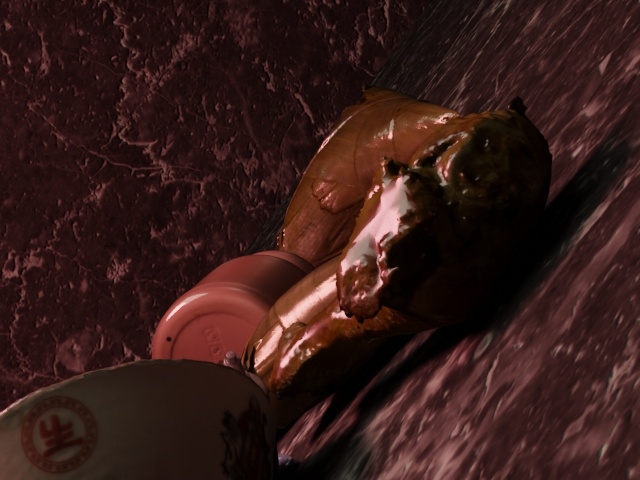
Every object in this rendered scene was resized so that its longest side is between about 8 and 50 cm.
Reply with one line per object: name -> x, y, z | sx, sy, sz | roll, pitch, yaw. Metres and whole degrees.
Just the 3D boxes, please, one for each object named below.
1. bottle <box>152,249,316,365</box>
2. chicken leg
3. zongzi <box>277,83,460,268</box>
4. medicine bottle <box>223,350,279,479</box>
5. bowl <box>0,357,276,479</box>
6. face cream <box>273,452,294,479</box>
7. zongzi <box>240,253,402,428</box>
bottle -> -0.091, 0.115, 1.870 | 0.206, 0.173, 0.297 | -51, 0, 18
chicken leg -> 0.066, 0.038, 1.359 | 0.361, 0.140, 0.211 | -50, -15, 24
zongzi -> 0.063, -0.066, 2.004 | 0.274, 0.145, 0.300 | -56, 13, 1
medicine bottle -> -0.074, 0.165, 1.484 | 0.057, 0.057, 0.199 | -56, -25, -33
bowl -> -0.169, 0.272, 1.370 | 0.337, 0.337, 0.157 | -49, 47, 23
face cream -> -0.126, 0.262, 1.732 | 0.135, 0.086, 0.385 | -46, 13, -11
zongzi -> 0.039, 0.065, 1.631 | 0.228, 0.115, 0.256 | -42, -2, 27
